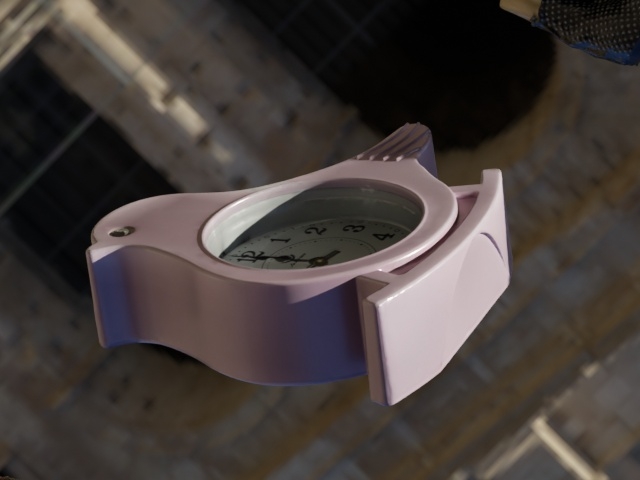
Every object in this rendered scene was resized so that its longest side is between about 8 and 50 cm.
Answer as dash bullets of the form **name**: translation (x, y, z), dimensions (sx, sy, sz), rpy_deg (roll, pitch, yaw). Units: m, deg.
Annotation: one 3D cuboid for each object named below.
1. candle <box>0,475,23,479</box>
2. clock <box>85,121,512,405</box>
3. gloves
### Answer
- **candle**: translation (-0.299, 0.214, 1.490), dimensions (0.052, 0.130, 0.052), rpy_deg (-37, -135, 49)
- **clock**: translation (0.000, 0.000, 1.286), dimensions (0.275, 0.080, 0.290), rpy_deg (6, -153, 29)
- **gloves**: translation (0.204, -0.225, 1.379), dimensions (0.106, 0.180, 0.129), rpy_deg (-36, 155, -33)
